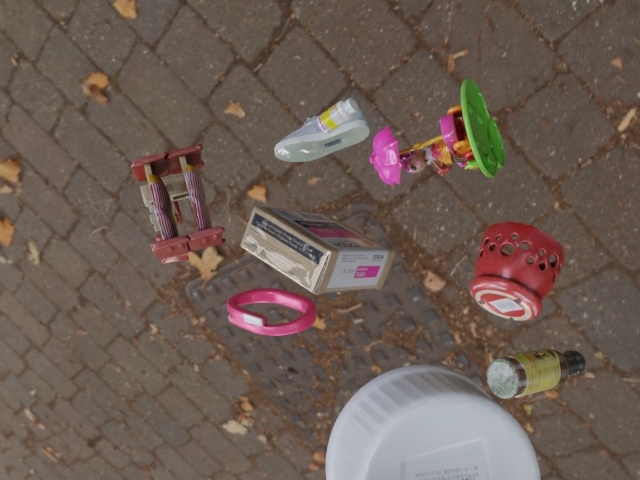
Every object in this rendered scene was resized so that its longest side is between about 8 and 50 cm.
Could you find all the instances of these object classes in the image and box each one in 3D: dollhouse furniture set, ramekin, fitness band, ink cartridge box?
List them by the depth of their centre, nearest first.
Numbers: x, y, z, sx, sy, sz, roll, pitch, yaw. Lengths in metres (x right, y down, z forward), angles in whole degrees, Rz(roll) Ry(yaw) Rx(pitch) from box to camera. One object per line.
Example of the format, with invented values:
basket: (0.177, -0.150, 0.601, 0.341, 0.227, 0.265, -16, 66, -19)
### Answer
ramekin: (0.153, 0.314, 0.887, 0.277, 0.277, 0.135, 42, 172, -6)
ink cartridge box: (0.000, 0.017, 1.249, 0.193, 0.234, 0.088, 29, 104, 31)
dollhouse furniture set: (-0.316, -0.054, 1.523, 0.374, 0.152, 0.202, 124, 130, -76)
fitness band: (-0.144, 0.206, 1.949, 0.290, 0.209, 0.054, 14, 113, 44)

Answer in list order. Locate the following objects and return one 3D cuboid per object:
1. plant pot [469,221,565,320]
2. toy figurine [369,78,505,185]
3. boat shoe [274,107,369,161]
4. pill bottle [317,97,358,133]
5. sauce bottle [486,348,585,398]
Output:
plant pot: (0.444, 0.075, 1.531, 0.191, 0.174, 0.191, 24, 156, 11)
toy figurine: (0.150, -0.125, 0.902, 0.159, 0.173, 0.130, -13, 78, 28)
boat shoe: (0.000, -0.248, 1.542, 0.227, 0.081, 0.079, -16, 148, 9)
pill bottle: (0.036, -0.255, 1.350, 0.083, 0.043, 0.043, -29, 107, 32)
sauce bottle: (0.594, 0.351, 1.802, 0.111, 0.344, 0.112, 0, 90, 50)
